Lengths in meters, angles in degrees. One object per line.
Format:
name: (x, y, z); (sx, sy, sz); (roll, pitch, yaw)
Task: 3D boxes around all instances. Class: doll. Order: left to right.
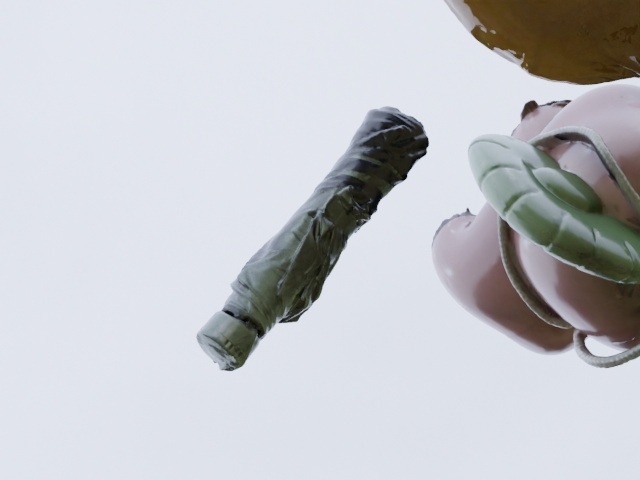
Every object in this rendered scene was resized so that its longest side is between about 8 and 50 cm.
doll: (0.200, 0.014, 1.217); (0.284, 0.268, 0.216); (30, -74, -16)

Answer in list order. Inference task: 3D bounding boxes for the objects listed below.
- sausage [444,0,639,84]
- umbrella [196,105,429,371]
sausage: (0.078, -0.233, 0.976); (0.134, 0.116, 0.354); (-26, -96, -9)
umbrella: (0.000, 0.000, 1.014); (0.050, 0.046, 0.188); (48, -118, -18)
